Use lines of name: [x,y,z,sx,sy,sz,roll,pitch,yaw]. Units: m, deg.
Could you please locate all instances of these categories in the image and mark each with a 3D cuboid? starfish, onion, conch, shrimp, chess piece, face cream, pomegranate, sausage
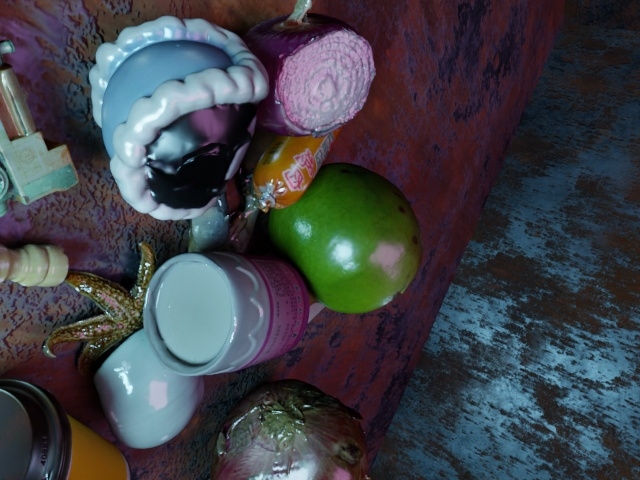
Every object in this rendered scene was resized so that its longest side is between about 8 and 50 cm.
starfish: [-0.280,0.107,0.653,0.213,0.057,0.238,-55,150,-6]
onion: [-0.067,0.468,0.977,0.353,0.354,0.353,-40,142,-41]
conch: [-0.251,0.223,0.709,0.221,0.121,0.185,89,11,-55]
shrimp: [-0.146,-0.055,0.748,0.178,0.075,0.289,-43,144,-47]
chess piece: [-0.338,0.024,0.488,0.122,0.066,0.066,6,106,-66]
onion: [-0.041,-0.246,0.670,0.207,0.201,0.200,-56,151,-11]
face cream: [-0.133,0.104,0.684,0.195,0.175,0.175,10,102,-64]
pomegranate: [0.000,0.000,0.838,0.358,0.310,0.216,-40,128,-9]
sausage: [-0.031,-0.156,0.757,0.093,0.093,0.312,83,24,-44]

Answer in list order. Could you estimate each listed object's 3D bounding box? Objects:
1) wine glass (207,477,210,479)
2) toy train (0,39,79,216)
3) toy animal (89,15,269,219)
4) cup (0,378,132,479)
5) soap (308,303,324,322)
wine glass: [-0.278,0.612,1.007,0.195,0.079,0.079,-41,143,-37]
toy train: [-0.313,-0.113,0.423,0.118,0.074,0.176,-48,143,-49]
toy animal: [-0.171,-0.141,0.517,0.156,0.204,0.208,0,136,-43]
cup: [-0.349,0.289,0.547,0.196,0.196,0.279,-53,157,-23]
soap: [-0.043,0.108,0.991,0.183,0.121,0.063,-40,143,-42]
